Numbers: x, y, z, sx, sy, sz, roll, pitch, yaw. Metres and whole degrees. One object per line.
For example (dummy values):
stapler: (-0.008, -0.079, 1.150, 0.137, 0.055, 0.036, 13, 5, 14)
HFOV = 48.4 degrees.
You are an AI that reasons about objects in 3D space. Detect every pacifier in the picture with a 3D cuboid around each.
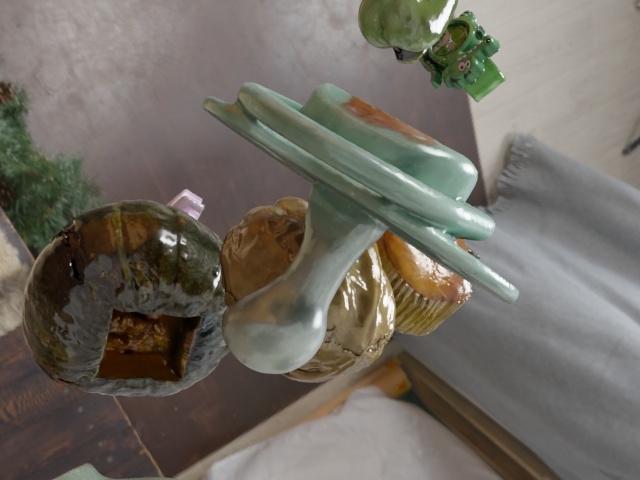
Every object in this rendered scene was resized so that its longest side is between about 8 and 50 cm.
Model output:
pacifier: (0.000, 0.000, 0.647, 0.269, 0.343, 0.288, -59, 154, 0)

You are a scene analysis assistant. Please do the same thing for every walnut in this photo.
walnut: (-0.014, 0.057, 0.843, 0.198, 0.245, 0.198, -19, 133, -21)

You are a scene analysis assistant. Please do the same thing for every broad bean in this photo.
broad bean: (0.125, -0.341, 0.904, 0.169, 0.100, 0.228, -18, 121, -49)

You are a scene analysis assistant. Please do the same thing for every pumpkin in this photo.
pumpkin: (-0.258, 0.089, 1.019, 0.320, 0.192, 0.320, -13, 130, -16)

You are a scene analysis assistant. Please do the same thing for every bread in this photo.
bread: (0.122, 0.019, 0.944, 0.132, 0.190, 0.114, 3, 143, -32)

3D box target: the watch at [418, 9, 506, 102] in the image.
watch: (0.268, -0.311, 1.291, 0.131, 0.165, 0.152, -39, 139, 17)

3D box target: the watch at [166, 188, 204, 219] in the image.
watch: (-0.239, 0.070, 1.236, 0.248, 0.211, 0.217, -45, 106, 0)

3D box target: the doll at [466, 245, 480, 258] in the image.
doll: (0.216, -0.001, 1.257, 0.091, 0.202, 0.286, -46, 114, 3)

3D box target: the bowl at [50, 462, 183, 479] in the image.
bowl: (-0.165, 0.232, 0.434, 0.289, 0.289, 0.146, -28, 83, -18)
